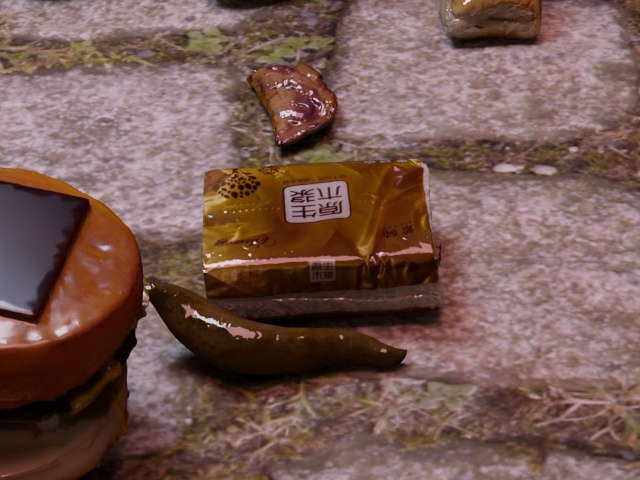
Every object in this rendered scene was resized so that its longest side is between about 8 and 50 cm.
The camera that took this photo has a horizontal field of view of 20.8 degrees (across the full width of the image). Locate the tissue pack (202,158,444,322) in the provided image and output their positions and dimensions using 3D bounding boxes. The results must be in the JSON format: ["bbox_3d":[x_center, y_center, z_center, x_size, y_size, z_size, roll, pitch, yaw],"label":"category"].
[{"bbox_3d":[0.000,0.000,1.674,0.226,0.092,0.183,-5,36,0],"label":"tissue pack"}]

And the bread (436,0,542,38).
[{"bbox_3d":[0.205,-0.291,2.084,0.125,0.082,0.106,-1,28,-3],"label":"bread"}]

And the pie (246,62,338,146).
[{"bbox_3d":[-0.029,-0.157,1.948,0.092,0.034,0.170,-14,36,-11],"label":"pie"}]

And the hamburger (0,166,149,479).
[{"bbox_3d":[-0.285,0.084,1.450,0.291,0.225,0.291,4,38,-3],"label":"hamburger"}]

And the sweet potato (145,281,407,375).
[{"bbox_3d":[-0.048,0.095,1.573,0.249,0.059,0.069,13,57,2],"label":"sweet potato"}]
